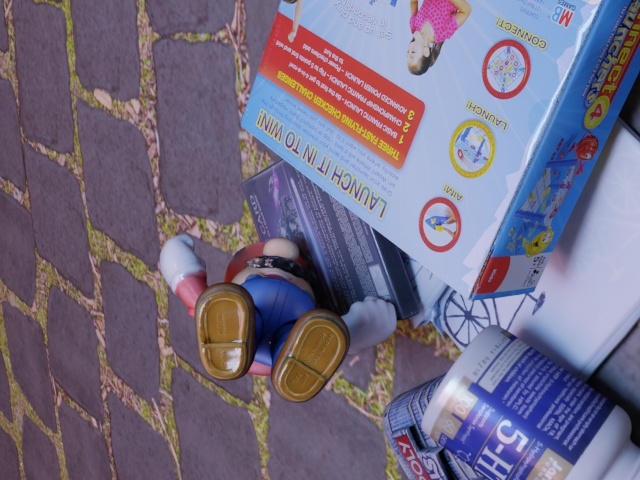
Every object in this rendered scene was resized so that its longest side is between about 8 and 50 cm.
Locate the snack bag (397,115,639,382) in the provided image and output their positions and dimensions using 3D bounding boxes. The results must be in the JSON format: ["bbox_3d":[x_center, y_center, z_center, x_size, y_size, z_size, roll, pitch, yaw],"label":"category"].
[{"bbox_3d":[0.150,-0.022,0.909,0.342,0.037,0.323,54,140,27],"label":"snack bag"}]

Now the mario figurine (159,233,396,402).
[{"bbox_3d":[-0.049,0.049,1.003,0.198,0.170,0.320,52,179,-6],"label":"mario figurine"}]

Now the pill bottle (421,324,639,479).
[{"bbox_3d":[0.187,0.163,0.838,0.186,0.112,0.112,34,132,18],"label":"pill bottle"}]

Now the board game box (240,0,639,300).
[{"bbox_3d":[0.096,-0.160,0.818,0.308,0.086,0.302,40,120,38],"label":"board game box"}]

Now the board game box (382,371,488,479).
[{"bbox_3d":[0.131,0.235,0.996,0.194,0.060,0.194,58,146,6],"label":"board game box"}]

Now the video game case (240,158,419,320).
[{"bbox_3d":[0.000,0.000,1.095,0.274,0.026,0.196,-20,89,66],"label":"video game case"}]
